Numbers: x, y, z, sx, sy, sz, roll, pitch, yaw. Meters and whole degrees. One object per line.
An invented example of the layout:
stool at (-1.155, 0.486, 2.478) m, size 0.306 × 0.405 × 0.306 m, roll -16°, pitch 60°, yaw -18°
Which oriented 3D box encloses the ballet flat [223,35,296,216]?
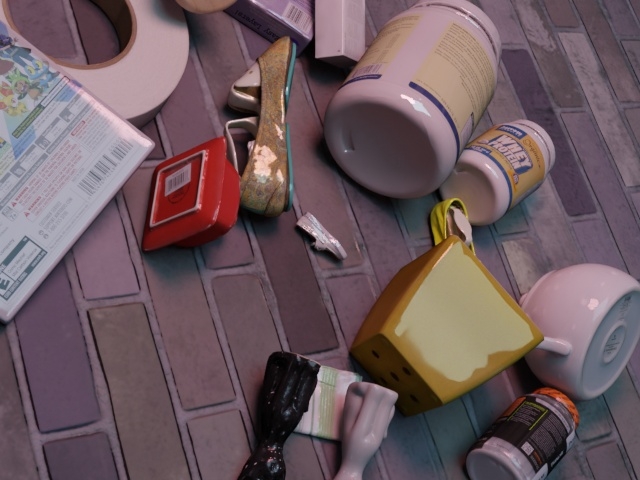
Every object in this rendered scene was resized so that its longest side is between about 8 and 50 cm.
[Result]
ballet flat at (-0.100, -0.200, 1.607) m, size 0.123 × 0.123 × 0.349 m, roll 14°, pitch 59°, yaw -24°

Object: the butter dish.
butter dish at (-0.174, -0.052, 1.475) m, size 0.118 × 0.160 × 0.160 m, roll 32°, pitch 51°, yaw -42°

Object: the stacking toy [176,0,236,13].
stacking toy at (-0.242, -0.510, 1.630) m, size 0.141 × 0.141 × 0.330 m, roll -7°, pitch 43°, yaw -33°

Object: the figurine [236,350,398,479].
figurine at (-0.003, 0.292, 1.411) m, size 0.214 × 0.092 × 0.210 m, roll 23°, pitch 74°, yaw -18°

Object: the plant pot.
plant pot at (0.174, 0.153, 1.531) m, size 0.187 × 0.212 × 0.212 m, roll -42°, pitch 90°, yaw -26°

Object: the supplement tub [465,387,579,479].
supplement tub at (0.328, 0.324, 1.575) m, size 0.190 × 0.117 × 0.117 m, roll -35°, pitch 86°, yaw -38°

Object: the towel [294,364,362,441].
towel at (-0.007, 0.238, 1.481) m, size 0.152 × 0.023 × 0.113 m, roll 16°, pitch 57°, yaw -23°

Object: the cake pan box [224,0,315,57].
cake pan box at (-0.092, -0.490, 1.787) m, size 0.266 × 0.070 × 0.246 m, roll 30°, pitch 56°, yaw -14°

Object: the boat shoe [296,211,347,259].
boat shoe at (0.000, 0.000, 1.608) m, size 0.035 × 0.035 × 0.100 m, roll -44°, pitch 96°, yaw -11°

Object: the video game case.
video game case at (-0.441, -0.104, 1.342) m, size 0.300 × 0.036 × 0.329 m, roll 39°, pitch 69°, yaw -8°

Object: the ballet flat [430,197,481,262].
ballet flat at (0.241, 0.031, 1.702) m, size 0.077 × 0.077 × 0.231 m, roll 4°, pitch 64°, yaw -28°

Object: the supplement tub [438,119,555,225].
supplement tub at (0.323, -0.128, 1.792) m, size 0.199 × 0.144 × 0.144 m, roll -34°, pitch 85°, yaw -38°

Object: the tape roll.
tape roll at (-0.394, -0.333, 1.522) m, size 0.392 × 0.072 × 0.392 m, roll 14°, pitch 58°, yaw -25°

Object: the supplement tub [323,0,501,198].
supplement tub at (0.170, -0.256, 1.712) m, size 0.235 × 0.235 × 0.325 m, roll 39°, pitch 52°, yaw -8°

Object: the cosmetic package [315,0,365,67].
cosmetic package at (0.034, -0.436, 1.752) m, size 0.099 × 0.060 × 0.239 m, roll 4°, pitch 85°, yaw -65°

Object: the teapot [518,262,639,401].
teapot at (0.418, 0.139, 1.683) m, size 0.187 × 0.256 × 0.252 m, roll 27°, pitch 67°, yaw 37°
